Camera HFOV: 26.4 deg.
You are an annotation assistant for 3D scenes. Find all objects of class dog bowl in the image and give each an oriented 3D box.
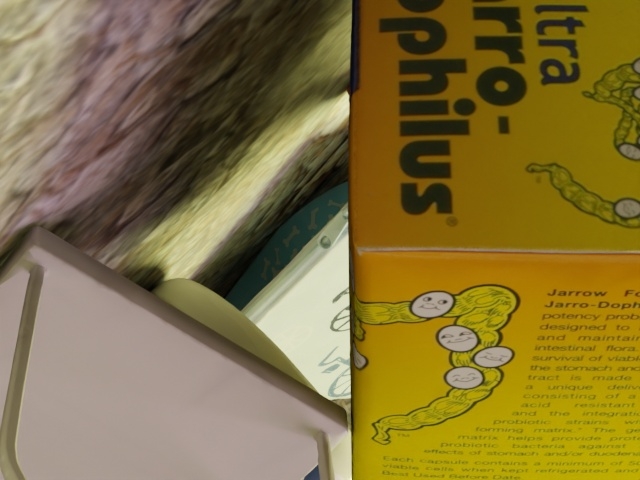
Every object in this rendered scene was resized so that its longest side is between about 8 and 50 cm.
[{"bbox_3d":[-0.007,0.046,1.282,0.166,0.074,0.297,-18,157,-42],"label":"dog bowl"}]

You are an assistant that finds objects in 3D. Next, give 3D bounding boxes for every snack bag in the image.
[{"bbox_3d":[0.037,0.054,1.193,0.342,0.037,0.323,0,143,-51],"label":"snack bag"}]

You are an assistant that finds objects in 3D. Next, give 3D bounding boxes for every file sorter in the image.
[{"bbox_3d":[-0.142,0.178,0.653,0.278,0.193,0.173,-46,-155,22],"label":"file sorter"}]

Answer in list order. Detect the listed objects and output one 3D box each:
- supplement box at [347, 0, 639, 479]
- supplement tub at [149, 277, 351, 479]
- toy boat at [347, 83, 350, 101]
[{"bbox_3d":[0.112,0.023,0.744,0.356,0.195,0.194,89,2,-56],"label":"supplement box"},{"bbox_3d":[-0.140,0.206,0.936,0.316,0.228,0.228,-43,173,-14],"label":"supplement tub"},{"bbox_3d":[0.165,-0.092,1.003,0.318,0.148,0.267,-24,171,-33],"label":"toy boat"}]
